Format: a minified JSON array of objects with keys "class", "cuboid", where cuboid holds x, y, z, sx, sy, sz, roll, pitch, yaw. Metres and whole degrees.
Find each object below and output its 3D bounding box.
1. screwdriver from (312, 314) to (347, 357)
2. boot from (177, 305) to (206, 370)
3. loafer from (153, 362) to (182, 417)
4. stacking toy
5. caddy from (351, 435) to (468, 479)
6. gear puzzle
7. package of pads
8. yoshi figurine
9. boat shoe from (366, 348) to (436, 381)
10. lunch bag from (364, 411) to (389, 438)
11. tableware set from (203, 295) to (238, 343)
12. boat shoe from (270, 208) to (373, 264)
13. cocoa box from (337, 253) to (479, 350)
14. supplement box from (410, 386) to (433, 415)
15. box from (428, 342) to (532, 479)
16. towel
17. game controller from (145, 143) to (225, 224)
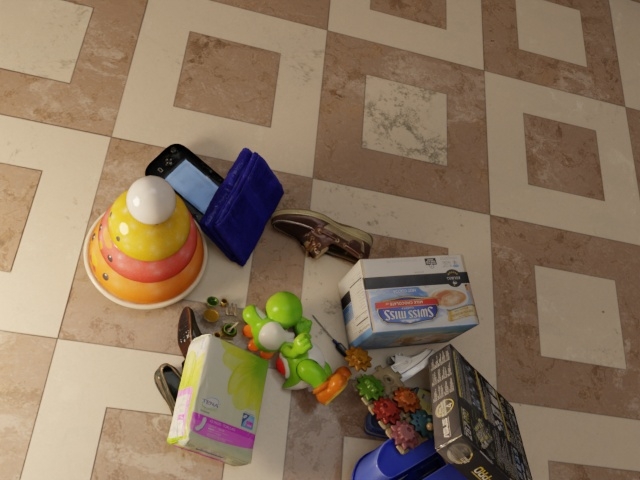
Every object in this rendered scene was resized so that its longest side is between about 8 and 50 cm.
[{"class":"screwdriver","cuboid":[0.028,0.295,1.911,0.170,0.024,0.025,43,91,12]},{"class":"boot","cuboid":[-0.344,0.295,1.785,0.106,0.082,0.219,13,52,-38]},{"class":"loafer","cuboid":[-0.362,0.448,1.689,0.096,0.084,0.267,-35,80,-28]},{"class":"stacking toy","cuboid":[-0.458,-0.043,1.656,0.351,0.480,0.350,6,65,-14]},{"class":"caddy","cuboid":[0.246,0.660,1.716,0.341,0.179,0.241,-13,59,-38]},{"class":"gear puzzle","cuboid":[0.192,0.423,1.757,0.176,0.044,0.339,-15,54,-39]},{"class":"package of pads","cuboid":[-0.269,0.421,1.657,0.229,0.101,0.296,34,49,-34]},{"class":"yoshi figurine","cuboid":[-0.056,0.286,1.804,0.362,0.203,0.203,42,46,7]},{"class":"boat shoe","cuboid":[0.238,0.382,1.888,0.258,0.095,0.084,-26,81,-26]},{"class":"lunch bag","cuboid":[0.178,0.537,1.820,0.099,0.065,0.067,16,48,-8]},{"class":"tableware set","cuboid":[-0.289,0.227,1.811,0.104,0.024,0.154,12,43,-16]},{"class":"boat shoe","cuboid":[0.000,0.000,1.978,0.342,0.123,0.123,19,61,-14]},{"class":"cocoa box","cuboid":[0.261,0.193,1.901,0.347,0.231,0.227,-2,67,-17]},{"class":"supplement box","cuboid":[0.303,0.499,1.876,0.083,0.056,0.083,27,62,-3]},{"class":"box","cuboid":[0.441,0.514,1.723,0.318,0.097,0.395,46,22,-15]},{"class":"towel","cuboid":[-0.227,-0.102,1.912,0.227,0.076,0.308,52,54,-41]},{"class":"game controller","cuboid":[-0.394,-0.163,1.962,0.319,0.067,0.166,40,62,4]}]
